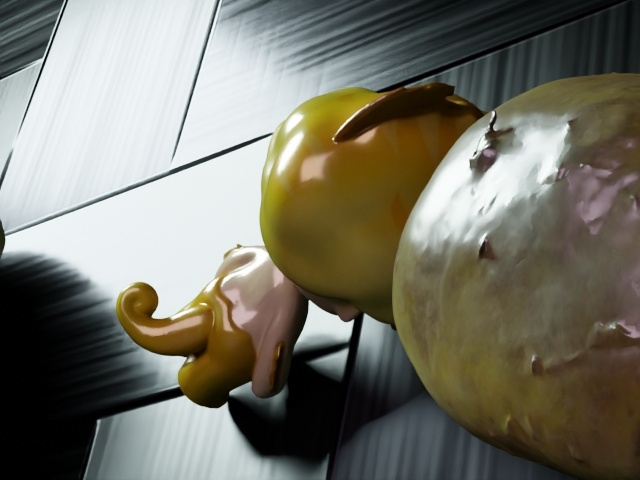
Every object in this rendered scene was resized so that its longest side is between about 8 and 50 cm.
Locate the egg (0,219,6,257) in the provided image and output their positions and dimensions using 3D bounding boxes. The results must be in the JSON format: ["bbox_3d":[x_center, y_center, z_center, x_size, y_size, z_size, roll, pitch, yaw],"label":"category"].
[{"bbox_3d":[-0.321,0.005,1.176,0.201,0.164,0.164,-13,47,44],"label":"egg"}]

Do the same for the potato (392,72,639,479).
[{"bbox_3d":[0.149,0.017,0.701,0.296,0.141,0.192,17,72,49],"label":"potato"}]

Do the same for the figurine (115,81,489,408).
[{"bbox_3d":[0.000,0.000,0.893,0.246,0.131,0.156,-45,53,26],"label":"figurine"}]
